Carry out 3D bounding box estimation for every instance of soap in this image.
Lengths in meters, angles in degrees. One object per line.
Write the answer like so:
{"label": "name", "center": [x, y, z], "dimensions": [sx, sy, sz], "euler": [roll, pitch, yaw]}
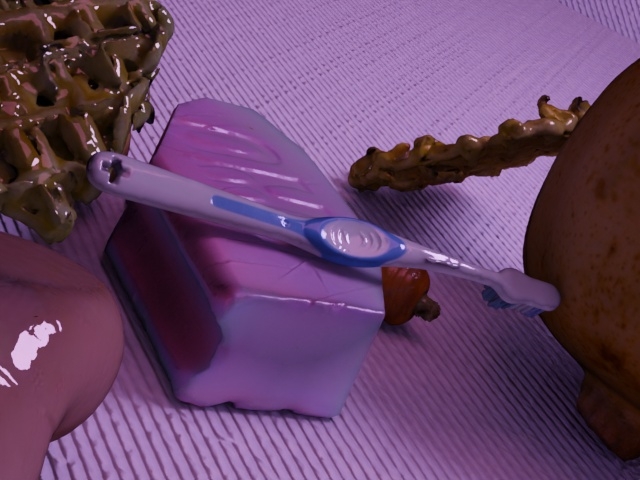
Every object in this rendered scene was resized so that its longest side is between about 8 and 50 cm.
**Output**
{"label": "soap", "center": [-0.064, 0.002, 1.125], "dimensions": [0.192, 0.109, 0.324], "euler": [11, 26, -33]}

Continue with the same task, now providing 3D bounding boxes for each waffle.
{"label": "waffle", "center": [-0.262, -0.136, 1.012], "dimensions": [0.297, 0.073, 0.317], "euler": [20, 42, -4]}
{"label": "waffle", "center": [0.165, -0.095, 1.444], "dimensions": [0.262, 0.280, 0.060], "euler": [-14, 89, -44]}

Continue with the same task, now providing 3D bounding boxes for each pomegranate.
{"label": "pomegranate", "center": [0.353, 0.019, 1.195], "dimensions": [0.416, 0.417, 0.417], "euler": [21, 23, -10]}

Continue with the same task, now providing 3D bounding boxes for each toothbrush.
{"label": "toothbrush", "center": [0.014, -0.002, 1.026], "dimensions": [0.386, 0.040, 0.040], "euler": [17, 24, -25]}

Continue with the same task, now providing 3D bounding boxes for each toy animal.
{"label": "toy animal", "center": [-0.193, 0.082, 0.765], "dimensions": [0.166, 0.154, 0.250], "euler": [32, 25, -5]}

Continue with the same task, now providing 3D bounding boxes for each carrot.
{"label": "carrot", "center": [0.000, 0.000, 1.262], "dimensions": [0.256, 0.061, 0.061], "euler": [33, 24, 24]}

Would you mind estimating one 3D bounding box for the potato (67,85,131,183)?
{"label": "potato", "center": [-0.238, -0.136, 1.178], "dimensions": [0.150, 0.146, 0.234], "euler": [12, 28, -52]}
